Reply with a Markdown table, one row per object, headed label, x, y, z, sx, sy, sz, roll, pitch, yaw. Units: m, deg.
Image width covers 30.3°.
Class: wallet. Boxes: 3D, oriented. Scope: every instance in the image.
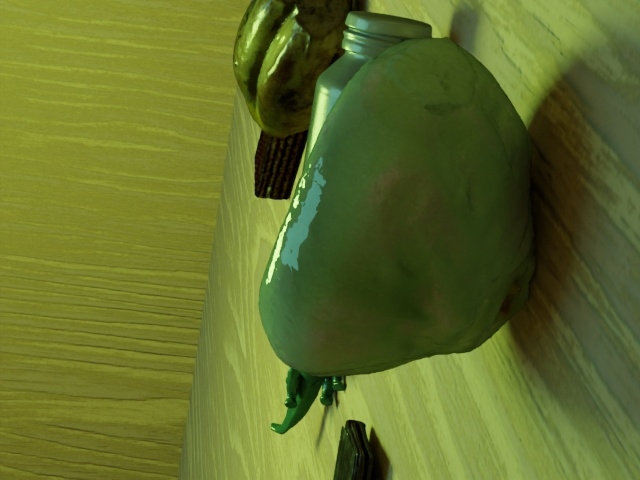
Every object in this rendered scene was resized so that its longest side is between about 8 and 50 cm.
| label | x | y | z | sx | sy | sz | roll | pitch | yaw |
| --- | --- | --- | --- | --- | --- | --- | --- | --- | --- |
| wallet | 0.033 | 0.338 | 1.391 | 0.124 | 0.042 | 0.230 | -118 | 36 | -77 |

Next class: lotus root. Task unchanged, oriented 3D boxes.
| label | x | y | z | sx | sy | sz | roll | pitch | yaw |
| --- | --- | --- | --- | --- | --- | --- | --- | --- | --- |
| lotus root | -0.047 | -0.285 | 1.836 | 0.291 | 0.193 | 0.193 | 110 | 163 | -51 |

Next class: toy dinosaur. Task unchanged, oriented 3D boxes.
| label | x | y | z | sx | sy | sz | roll | pitch | yaw |
| --- | --- | --- | --- | --- | --- | --- | --- | --- | --- |
| toy dinosaur | -0.013 | 0.190 | 1.645 | 0.120 | 0.079 | 0.292 | -91 | 14 | -60 |

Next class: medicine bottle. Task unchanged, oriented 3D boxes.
| label | x | y | z | sx | sy | sz | roll | pitch | yaw |
| --- | --- | --- | --- | --- | --- | --- | --- | --- | --- |
| medicine bottle | 0.057 | -0.134 | 1.280 | 0.135 | 0.135 | 0.215 | -116 | 34 | -71 |

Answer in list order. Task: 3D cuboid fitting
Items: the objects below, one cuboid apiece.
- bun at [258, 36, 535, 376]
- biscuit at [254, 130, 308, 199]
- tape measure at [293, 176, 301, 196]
| label | x | y | z | sx | sy | sz | roll | pitch | yaw |
| --- | --- | --- | --- | --- | --- | --- | --- | --- | --- |
| bun | 0.084 | -0.005 | 0.942 | 0.293 | 0.187 | 0.293 | -61 | -14 | -26 |
| biscuit | -0.071 | -0.188 | 2.198 | 0.252 | 0.070 | 0.106 | 110 | 162 | -51 |
| tape measure | 0.013 | -0.007 | 1.523 | 0.200 | 0.106 | 0.175 | -98 | 14 | -47 |
